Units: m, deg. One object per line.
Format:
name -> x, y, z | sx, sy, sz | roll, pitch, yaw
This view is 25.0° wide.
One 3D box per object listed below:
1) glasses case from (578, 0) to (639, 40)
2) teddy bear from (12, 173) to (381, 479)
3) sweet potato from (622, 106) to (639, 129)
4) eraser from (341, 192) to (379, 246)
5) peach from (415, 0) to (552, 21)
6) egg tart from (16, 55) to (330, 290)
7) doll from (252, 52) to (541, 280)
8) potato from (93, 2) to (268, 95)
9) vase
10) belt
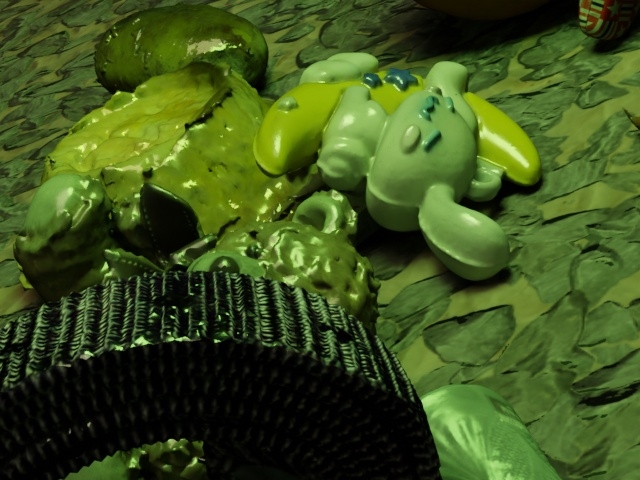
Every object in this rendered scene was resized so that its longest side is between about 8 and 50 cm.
glasses case -> 0.288, -0.288, 1.375 | 0.049, 0.194, 0.073 | 24, 20, 33
teddy bear -> -0.079, 0.067, 1.041 | 0.256, 0.156, 0.267 | -14, 67, 20
sweet potato -> 0.299, -0.087, 1.136 | 0.056, 0.056, 0.195 | -30, 23, -14
eraser -> 0.000, 0.000, 1.238 | 0.122, 0.029, 0.052 | -38, 33, -26
peach -> 0.178, -0.406, 1.503 | 0.343, 0.342, 0.301 | -15, 38, 17
egg tart -> -0.153, -0.065, 1.376 | 0.345, 0.132, 0.345 | -21, 27, 11
doll -> 0.071, -0.078, 1.208 | 0.237, 0.111, 0.252 | 22, 34, 10
potato -> -0.162, -0.215, 1.677 | 0.251, 0.113, 0.149 | 3, 33, 45
vase -> 0.116, 0.167, 0.769 | 0.096, 0.096, 0.219 | -29, 29, -10
belt -> -0.092, 0.155, 0.754 | 0.325, 0.260, 0.122 | -30, 21, 5
